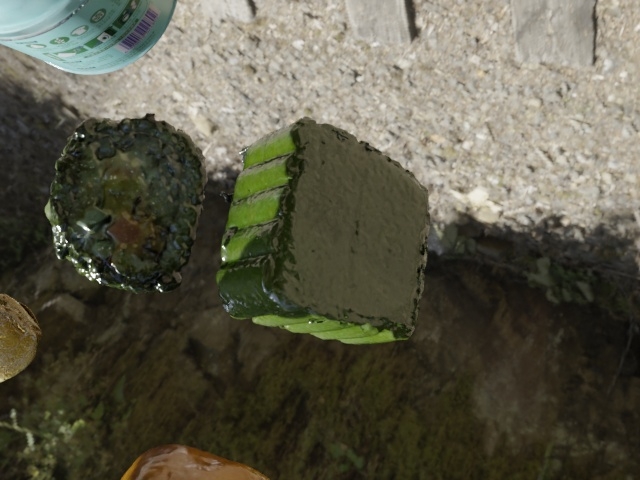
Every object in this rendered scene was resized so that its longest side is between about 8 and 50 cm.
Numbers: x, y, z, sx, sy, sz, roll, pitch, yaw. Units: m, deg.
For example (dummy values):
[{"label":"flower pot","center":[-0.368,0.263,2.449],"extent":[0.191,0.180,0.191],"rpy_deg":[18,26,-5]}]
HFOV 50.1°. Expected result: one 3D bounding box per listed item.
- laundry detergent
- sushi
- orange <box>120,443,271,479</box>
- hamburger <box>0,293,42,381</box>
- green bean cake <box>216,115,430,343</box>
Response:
[{"label":"laundry detergent","center":[-0.368,-0.386,0.897],"extent":[0.287,0.287,0.305],"rpy_deg":[27,-175,4]},{"label":"sushi","center":[-0.391,-0.076,1.376],"extent":[0.294,0.351,0.178],"rpy_deg":[11,174,-18]},{"label":"orange","center":[-0.101,0.279,0.490],"extent":[0.183,0.249,0.249],"rpy_deg":[30,152,-3]},{"label":"hamburger","center":[-0.789,0.239,1.659],"extent":[0.213,0.214,0.108],"rpy_deg":[51,-175,-34]},{"label":"green bean cake","center":[0.000,0.000,1.126],"extent":[0.335,0.319,0.218],"rpy_deg":[23,157,-30]}]
